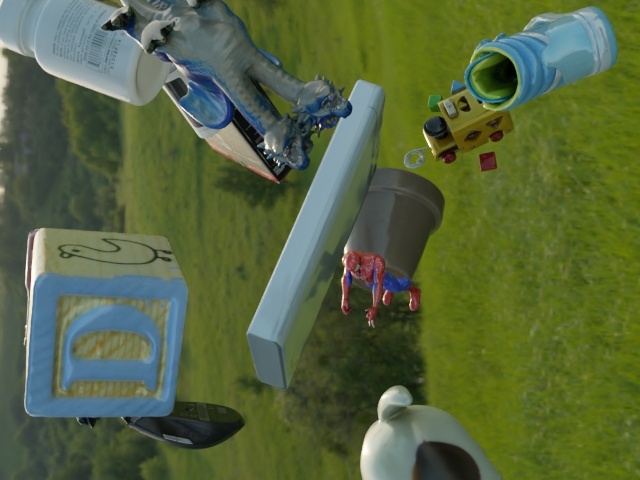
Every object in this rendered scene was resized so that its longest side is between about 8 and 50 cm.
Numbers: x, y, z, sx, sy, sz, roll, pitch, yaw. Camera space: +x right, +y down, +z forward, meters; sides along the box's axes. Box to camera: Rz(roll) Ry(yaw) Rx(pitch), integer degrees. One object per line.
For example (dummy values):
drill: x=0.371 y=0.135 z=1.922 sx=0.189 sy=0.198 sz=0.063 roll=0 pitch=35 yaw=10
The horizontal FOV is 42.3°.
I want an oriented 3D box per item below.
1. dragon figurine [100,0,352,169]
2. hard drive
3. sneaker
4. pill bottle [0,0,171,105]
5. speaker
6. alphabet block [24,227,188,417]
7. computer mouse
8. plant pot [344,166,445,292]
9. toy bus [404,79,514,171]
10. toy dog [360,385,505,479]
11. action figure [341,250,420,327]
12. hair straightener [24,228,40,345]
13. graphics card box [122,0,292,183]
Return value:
dragon figurine: x=-0.091 y=-0.148 z=0.673 sx=0.085 sy=0.144 sz=0.289 roll=-49 pitch=41 yaw=-5
hard drive: x=0.000 y=0.000 z=1.072 sx=0.233 sy=0.047 sz=0.353 roll=91 pitch=-159 yaw=-67
sneaker: x=0.309 y=-0.280 z=1.322 sx=0.319 sy=0.208 sz=0.127 roll=-154 pitch=43 yaw=-84
pill bottle: x=-0.343 y=-0.293 z=1.209 sx=0.131 sy=0.229 sz=0.131 roll=21 pitch=-90 yaw=-80
speaker: x=-0.206 y=-0.228 z=1.318 sx=0.136 sy=0.055 sz=0.055 roll=57 pitch=-172 yaw=-41
alphabet block: x=-0.291 y=0.106 z=1.108 sx=0.197 sy=0.192 sz=0.193 roll=-135 pitch=54 yaw=-64
computer mouse: x=-0.259 y=0.277 z=1.305 sx=0.184 sy=0.262 sz=0.060 roll=-156 pitch=76 yaw=-71
plant pot: x=0.152 y=-0.007 z=1.947 sx=0.263 sy=0.263 sz=0.229 roll=130 pitch=154 yaw=-57
toy bus: x=0.266 y=-0.231 z=1.593 sx=0.191 sy=0.104 sz=0.202 roll=18 pitch=72 yaw=29
toy dog: x=0.242 y=0.442 z=1.296 sx=0.408 sy=0.285 sz=0.395 roll=-147 pitch=49 yaw=-62
action figure: x=0.097 y=0.105 z=1.511 sx=0.092 sy=0.280 sz=0.139 roll=8 pitch=73 yaw=28
hair straightener: x=-0.448 y=0.099 z=1.388 sx=0.047 sy=0.089 sz=0.230 roll=-12 pitch=75 yaw=34
graphics card box: x=-0.202 y=-0.279 z=1.524 sx=0.233 sy=0.371 sz=0.094 roll=30 pitch=76 yaw=42
